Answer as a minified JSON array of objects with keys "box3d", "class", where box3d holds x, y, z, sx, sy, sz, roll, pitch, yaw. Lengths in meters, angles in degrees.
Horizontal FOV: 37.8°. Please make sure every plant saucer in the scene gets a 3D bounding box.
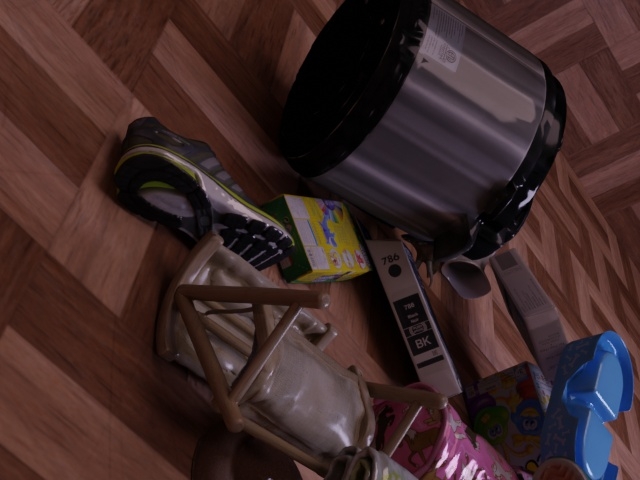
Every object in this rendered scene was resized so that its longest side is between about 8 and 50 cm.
[{"box3d":[-0.068,0.294,1.070,0.198,0.036,0.198,44,31,-36],"class":"plant saucer"}]

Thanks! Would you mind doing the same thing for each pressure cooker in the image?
[{"box3d":[0.189,-0.184,1.524,0.420,0.370,0.375,26,10,-23],"class":"pressure cooker"}]

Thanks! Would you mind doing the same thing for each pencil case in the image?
[{"box3d":[0.217,0.357,1.406,0.386,0.167,0.160,41,72,-38],"class":"pencil case"}]

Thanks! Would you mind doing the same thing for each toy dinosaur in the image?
[{"box3d":[0.159,-0.084,1.743,0.313,0.121,0.160,49,51,-6],"class":"toy dinosaur"}]

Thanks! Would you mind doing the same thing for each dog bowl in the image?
[{"box3d":[0.449,0.292,1.578,0.166,0.074,0.297,48,51,-34],"class":"dog bowl"}]

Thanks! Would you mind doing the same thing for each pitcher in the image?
[{"box3d":[0.295,-0.008,1.949,0.178,0.125,0.207,42,44,-26],"class":"pitcher"}]

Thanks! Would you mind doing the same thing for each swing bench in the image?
[{"box3d":[-0.037,0.147,1.080,0.253,0.165,0.255,41,-9,-37],"class":"swing bench"}]

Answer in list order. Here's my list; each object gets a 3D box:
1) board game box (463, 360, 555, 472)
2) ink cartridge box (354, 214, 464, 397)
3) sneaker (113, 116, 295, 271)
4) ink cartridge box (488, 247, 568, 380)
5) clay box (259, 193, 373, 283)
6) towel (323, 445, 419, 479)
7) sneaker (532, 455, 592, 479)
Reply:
[{"box3d":[0.381,0.383,1.702,0.144,0.142,0.275,27,43,-49],"class":"board game box"},{"box3d":[0.153,0.109,1.574,0.165,0.065,0.332,34,33,-77],"class":"ink cartridge box"},{"box3d":[-0.138,-0.059,1.195,0.300,0.111,0.121,40,30,-43],"class":"sneaker"},{"box3d":[0.422,0.183,1.792,0.296,0.066,0.261,-96,163,-70],"class":"ink cartridge box"},{"box3d":[0.000,0.000,1.453,0.222,0.053,0.127,5,62,-63],"class":"clay box"},{"box3d":[0.081,0.433,0.991,0.374,0.090,0.320,45,63,-35],"class":"towel"},{"box3d":[0.411,0.461,1.378,0.121,0.108,0.302,16,52,-63],"class":"sneaker"}]
